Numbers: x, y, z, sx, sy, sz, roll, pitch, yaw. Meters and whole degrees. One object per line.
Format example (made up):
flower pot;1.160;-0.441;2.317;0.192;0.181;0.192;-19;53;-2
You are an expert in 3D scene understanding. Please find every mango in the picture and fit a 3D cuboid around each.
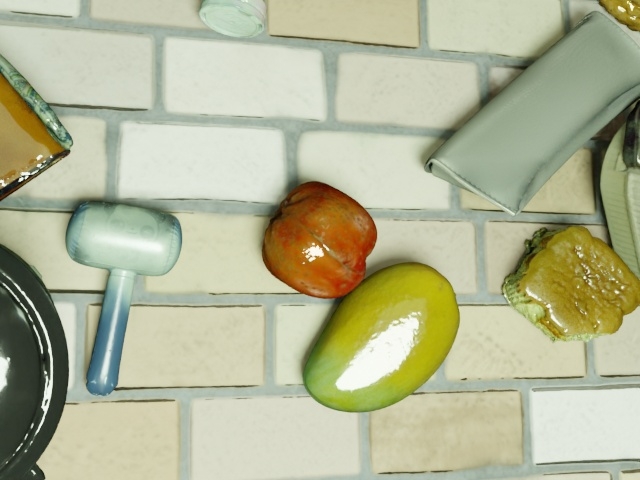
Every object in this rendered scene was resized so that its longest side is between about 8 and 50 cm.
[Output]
mango;0.066;0.107;0.849;0.194;0.092;0.130;-33;92;-13

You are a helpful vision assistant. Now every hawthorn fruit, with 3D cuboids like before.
hawthorn fruit;0.000;0.000;0.839;0.128;0.128;0.128;2;81;-15

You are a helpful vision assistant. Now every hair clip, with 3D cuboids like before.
hair clip;-0.328;-0.173;0.769;0.229;0.066;0.036;39;86;-9

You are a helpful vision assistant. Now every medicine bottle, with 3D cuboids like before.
medicine bottle;-0.078;-0.343;0.883;0.073;0.074;0.218;13;79;-13

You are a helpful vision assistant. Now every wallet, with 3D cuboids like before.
wallet;-0.382;-0.098;0.790;0.195;0.042;0.161;-40;99;-21

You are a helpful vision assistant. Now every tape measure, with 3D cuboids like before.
tape measure;0.464;-0.089;0.948;0.271;0.133;0.232;-27;114;-16

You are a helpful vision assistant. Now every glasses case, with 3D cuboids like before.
glasses case;0.265;-0.140;0.929;0.308;0.083;0.128;-40;67;-17

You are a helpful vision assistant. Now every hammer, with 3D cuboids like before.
hammer;-0.210;0.060;0.799;0.116;0.069;0.194;10;84;-14

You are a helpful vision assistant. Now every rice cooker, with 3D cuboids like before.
rice cooker;-0.336;0.102;0.657;0.241;0.227;0.281;-35;102;-14

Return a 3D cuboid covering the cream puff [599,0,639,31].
cream puff;0.456;-0.361;0.983;0.183;0.169;0.183;3;80;-14

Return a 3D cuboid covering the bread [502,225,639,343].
bread;0.295;0.058;0.929;0.140;0.069;0.128;42;75;-4
